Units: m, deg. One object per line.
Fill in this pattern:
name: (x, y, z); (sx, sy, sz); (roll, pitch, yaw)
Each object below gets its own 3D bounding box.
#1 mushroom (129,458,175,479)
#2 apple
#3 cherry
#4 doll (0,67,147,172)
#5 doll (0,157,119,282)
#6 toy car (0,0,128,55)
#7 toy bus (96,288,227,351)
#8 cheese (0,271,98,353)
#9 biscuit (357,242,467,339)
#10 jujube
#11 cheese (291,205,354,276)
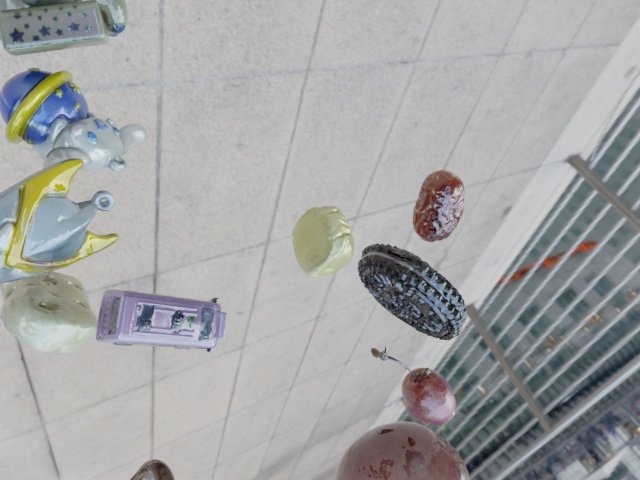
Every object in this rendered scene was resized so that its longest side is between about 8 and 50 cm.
mushroom: (-0.249, 0.379, 0.743); (0.123, 0.123, 0.052); (-42, 120, 7)
apple: (0.171, 0.539, 1.090); (0.306, 0.235, 0.305); (1, 116, 1)
cherry: (0.173, 0.259, 0.958); (0.090, 0.107, 0.225); (-41, 105, 5)
doll: (-0.488, -0.191, 0.956); (0.160, 0.310, 0.242); (-35, 117, 15)
doll: (-0.440, 0.002, 0.718); (0.317, 0.103, 0.145); (-28, 107, -22)
toy car: (-0.472, -0.497, 0.856); (0.242, 0.226, 0.335); (-11, 120, -9)
toy bus: (-0.262, 0.135, 0.878); (0.199, 0.096, 0.108); (15, 164, -40)
cheese: (-0.530, 0.130, 1.019); (0.159, 0.263, 0.093); (28, 92, -34)
biscuit: (0.136, 0.079, 0.796); (0.053, 0.195, 0.194); (-50, 153, -18)
jujube: (0.267, -0.076, 1.165); (0.109, 0.112, 0.176); (11, 136, 7)
cheese: (0.000, 0.000, 1.650); (0.226, 0.213, 0.117); (-34, 156, 36)
